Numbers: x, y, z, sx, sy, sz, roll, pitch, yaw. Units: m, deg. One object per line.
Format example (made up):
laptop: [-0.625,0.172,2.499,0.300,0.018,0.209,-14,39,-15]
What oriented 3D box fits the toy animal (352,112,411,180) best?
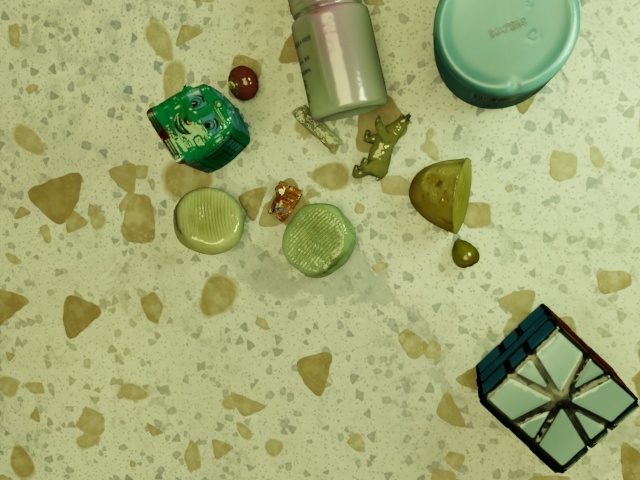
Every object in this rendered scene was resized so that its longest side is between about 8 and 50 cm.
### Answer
toy animal: [0.173,-0.265,1.845,0.101,0.103,0.218,17,98,-10]

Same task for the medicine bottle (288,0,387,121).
medicine bottle: [0.038,-0.531,1.765,0.219,0.219,0.388,-13,94,12]

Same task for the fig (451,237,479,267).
fig: [0.402,0.035,1.837,0.074,0.074,0.088,-32,74,13]

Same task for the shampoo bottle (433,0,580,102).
shampoo bottle: [0.447,-0.503,1.626,0.332,0.343,0.330,1,98,11]

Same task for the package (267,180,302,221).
package: [-0.110,-0.115,1.939,0.077,0.033,0.110,31,97,16]

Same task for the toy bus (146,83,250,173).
toy bus: [-0.315,-0.307,1.808,0.200,0.343,0.183,-31,90,4]

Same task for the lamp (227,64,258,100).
lamp: [-0.223,-0.454,1.894,0.101,0.090,0.101,29,131,39]

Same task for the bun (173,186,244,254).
bun: [-0.329,-0.051,1.951,0.223,0.127,0.222,-1,67,3]

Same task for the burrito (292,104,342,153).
burrito: [-0.008,-0.323,1.891,0.171,0.042,0.051,44,92,2]

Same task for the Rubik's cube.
Rubik's cube: [0.606,0.380,1.729,0.293,0.283,0.288,42,101,5]

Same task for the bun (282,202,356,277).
bun: [0.002,-0.002,1.894,0.221,0.108,0.221,1,92,18]

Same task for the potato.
potato: [0.319,-0.129,1.794,0.158,0.178,0.203,7,113,27]
